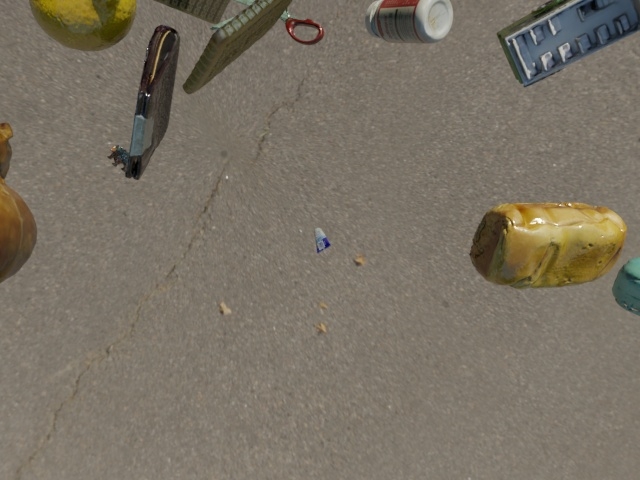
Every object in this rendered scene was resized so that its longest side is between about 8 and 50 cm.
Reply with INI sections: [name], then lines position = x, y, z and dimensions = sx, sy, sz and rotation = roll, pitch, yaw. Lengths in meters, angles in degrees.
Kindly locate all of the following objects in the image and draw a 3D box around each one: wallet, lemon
[wallet]
position = -0.344, -0.283, 1.018
dimensions = 0.071, 0.262, 0.221
rotation = 16, 135, -17
[lemon]
position = -0.458, -0.465, 0.962
dimensions = 0.187, 0.244, 0.187
rotation = -13, 107, -50

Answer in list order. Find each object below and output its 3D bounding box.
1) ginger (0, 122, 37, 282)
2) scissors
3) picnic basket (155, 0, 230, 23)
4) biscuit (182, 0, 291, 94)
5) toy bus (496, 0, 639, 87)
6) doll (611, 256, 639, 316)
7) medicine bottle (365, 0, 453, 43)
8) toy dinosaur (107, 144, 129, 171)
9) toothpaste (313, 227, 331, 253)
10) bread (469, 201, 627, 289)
[ginger]
position = -0.452, -0.068, 0.541
dimensions = 0.152, 0.274, 0.357
rotation = -26, 138, 2
[scissors]
position = -0.104, -0.455, 0.969
dimensions = 0.247, 0.017, 0.144
rotation = 7, 90, 18
[picnic basket]
position = -0.353, -0.713, 1.201
dimensions = 0.313, 0.175, 0.228
rotation = 13, 73, -26
[biscuit]
position = -0.122, -0.349, 0.826
dimensions = 0.029, 0.172, 0.254
rotation = 44, 58, -14
[toy bus]
position = 0.449, -0.362, 0.795
dimensions = 0.301, 0.139, 0.113
rotation = -23, 112, 29
[doll]
position = 0.387, 0.059, 0.460
dimensions = 0.159, 0.158, 0.059
rotation = -15, 135, -8
[medicine bottle]
position = 0.245, -0.630, 1.406
dimensions = 0.131, 0.250, 0.131
rotation = -15, 117, -32
[toy dinosaur]
position = -0.553, -0.227, 1.386
dimensions = 0.055, 0.154, 0.049
rotation = -49, 144, -2
[toothpaste]
position = 0.000, 0.000, 0.761
dimensions = 0.024, 0.083, 0.015
rotation = -32, 110, 3
[bread]
position = 0.453, 0.005, 0.983
dimensions = 0.294, 0.132, 0.167
rotation = -2, 130, -21
